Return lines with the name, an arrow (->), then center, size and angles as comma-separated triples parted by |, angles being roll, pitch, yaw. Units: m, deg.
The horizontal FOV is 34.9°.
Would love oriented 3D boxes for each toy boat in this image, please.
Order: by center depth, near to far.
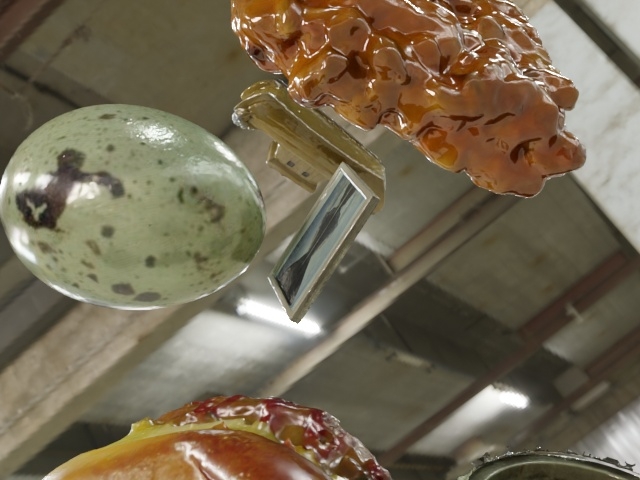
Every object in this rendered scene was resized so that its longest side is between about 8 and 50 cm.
toy boat -> -0.015, -0.148, 1.759 | 0.321, 0.089, 0.121 | 36, -59, -20

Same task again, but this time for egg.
egg -> -0.260, -0.044, 1.422 | 0.287, 0.379, 0.288 | 12, -90, -83

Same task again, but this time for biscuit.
biscuit -> 0.065, -0.184, 0.894 | 0.318, 0.312, 0.110 | 20, -59, -22

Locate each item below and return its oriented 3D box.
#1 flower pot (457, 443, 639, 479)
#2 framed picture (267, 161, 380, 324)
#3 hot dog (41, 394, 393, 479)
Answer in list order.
flower pot -> 0.271, 0.407, 1.149 | 0.290, 0.290, 0.259 | -11, -63, -40
framed picture -> 0.000, 0.000, 1.395 | 0.015, 0.150, 0.203 | 28, -77, -24
hot dog -> -0.014, 0.243, 0.655 | 0.223, 0.405, 0.185 | -56, -31, 11
